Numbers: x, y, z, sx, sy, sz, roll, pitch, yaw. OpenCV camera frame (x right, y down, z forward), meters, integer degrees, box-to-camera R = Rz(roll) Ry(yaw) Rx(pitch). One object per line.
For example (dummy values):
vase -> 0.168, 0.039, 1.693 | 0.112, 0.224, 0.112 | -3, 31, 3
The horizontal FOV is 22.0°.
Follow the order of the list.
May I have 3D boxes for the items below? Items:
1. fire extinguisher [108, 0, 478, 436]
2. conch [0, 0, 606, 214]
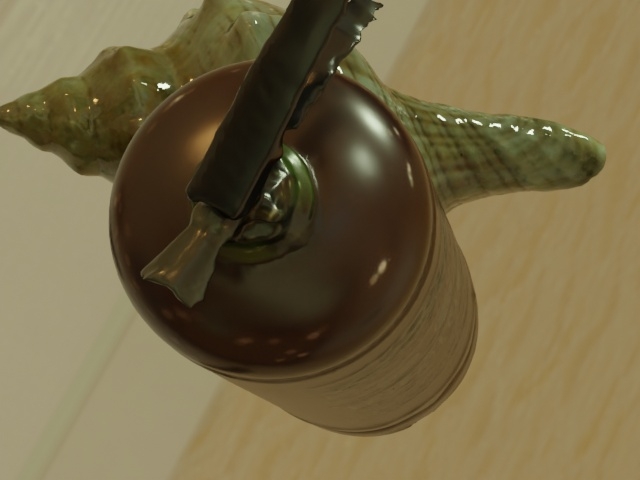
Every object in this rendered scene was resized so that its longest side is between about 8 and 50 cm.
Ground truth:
fire extinguisher -> 0.000, 0.000, 0.640 | 0.114, 0.135, 0.337 | 30, -4, 13
conch -> -0.011, -0.045, 1.042 | 0.386, 0.169, 0.203 | 14, -61, -1
